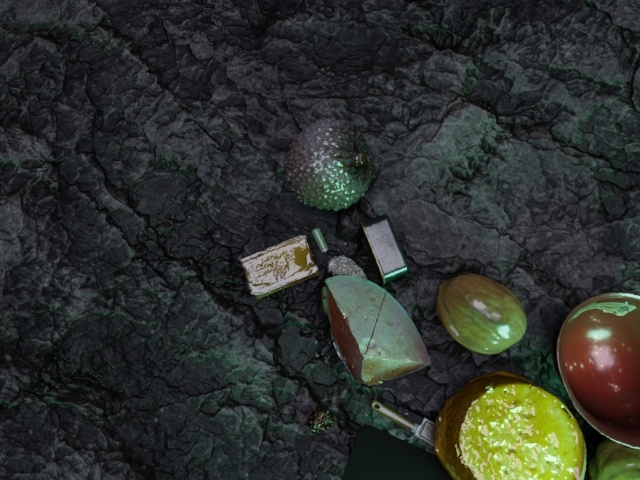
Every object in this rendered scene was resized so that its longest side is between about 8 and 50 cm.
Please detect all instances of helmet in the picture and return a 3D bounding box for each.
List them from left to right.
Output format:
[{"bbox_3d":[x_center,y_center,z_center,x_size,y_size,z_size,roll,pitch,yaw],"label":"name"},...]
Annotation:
[{"bbox_3d":[0.790,0.339,1.335,0.337,0.230,0.385,-16,79,3],"label":"helmet"}]

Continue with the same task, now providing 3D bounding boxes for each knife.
[{"bbox_3d":[0.309,0.563,1.460,0.343,0.027,0.061,28,81,11],"label":"knife"}]

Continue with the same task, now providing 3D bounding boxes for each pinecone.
[{"bbox_3d":[-0.003,0.546,1.480,0.077,0.077,0.083,46,115,12],"label":"pinecone"}]

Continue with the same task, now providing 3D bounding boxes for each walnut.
[{"bbox_3d":[0.454,0.206,1.405,0.261,0.225,0.225,32,86,10],"label":"walnut"},{"bbox_3d":[0.848,0.643,1.264,0.277,0.282,0.253,6,41,3],"label":"walnut"}]

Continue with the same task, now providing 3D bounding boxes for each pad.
[{"bbox_3d":[0.236,0.724,1.361,0.375,0.315,0.063,22,128,11],"label":"pad"}]

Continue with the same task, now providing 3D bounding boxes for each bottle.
[{"bbox_3d":[0.000,0.000,1.591,0.030,0.030,0.083,-26,79,2],"label":"bottle"}]

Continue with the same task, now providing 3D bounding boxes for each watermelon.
[{"bbox_3d":[0.116,0.283,1.450,0.222,0.319,0.292,-44,56,34],"label":"watermelon"}]

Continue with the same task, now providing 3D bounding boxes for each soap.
[{"bbox_3d":[-0.129,0.085,1.570,0.233,0.076,0.135,-22,77,4],"label":"soap"}]

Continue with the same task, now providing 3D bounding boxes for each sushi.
[{"bbox_3d":[0.089,0.108,1.537,0.150,0.078,0.090,37,80,12],"label":"sushi"}]

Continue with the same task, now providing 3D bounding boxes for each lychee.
[{"bbox_3d":[0.020,-0.233,1.492,0.300,0.300,0.300,-1,80,7],"label":"lychee"}]

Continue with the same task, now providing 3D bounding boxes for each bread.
[{"bbox_3d":[0.523,0.562,1.336,0.398,0.215,0.398,0,74,-1],"label":"bread"}]

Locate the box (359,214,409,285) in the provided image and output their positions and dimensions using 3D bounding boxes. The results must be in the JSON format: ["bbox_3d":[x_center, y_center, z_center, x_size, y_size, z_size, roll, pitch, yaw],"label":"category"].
[{"bbox_3d":[0.196,0.028,1.506,0.090,0.144,0.201,-21,78,-1],"label":"box"}]
